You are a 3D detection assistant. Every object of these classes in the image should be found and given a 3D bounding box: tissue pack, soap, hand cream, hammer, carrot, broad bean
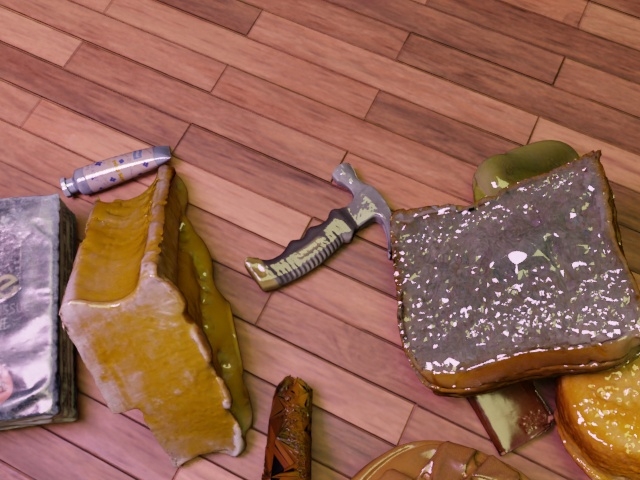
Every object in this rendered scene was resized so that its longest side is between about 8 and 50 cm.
[{"bbox_3d":[-0.457,0.102,0.931,0.227,0.103,0.316,-7,70,-3],"label":"tissue pack"},{"bbox_3d":[-0.211,0.097,0.962,0.169,0.305,0.339,-18,30,1],"label":"soap"},{"bbox_3d":[-0.312,-0.108,1.039,0.170,0.043,0.065,-19,29,-7],"label":"hand cream"},{"bbox_3d":[0.000,0.000,0.991,0.226,0.041,0.159,-33,70,-11],"label":"hammer"},{"bbox_3d":[-0.039,0.270,0.832,0.068,0.069,0.229,-1,38,1],"label":"carrot"},{"bbox_3d":[0.305,-0.084,0.992,0.174,0.082,0.125,-14,72,-3],"label":"broad bean"}]

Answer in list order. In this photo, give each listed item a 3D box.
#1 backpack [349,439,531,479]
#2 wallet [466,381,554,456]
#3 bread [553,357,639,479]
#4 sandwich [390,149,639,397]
[{"bbox_3d":[0.127,0.420,0.736,0.353,0.201,0.378,26,65,25],"label":"backpack"},{"bbox_3d":[0.235,0.191,0.919,0.095,0.026,0.176,-25,71,-10],"label":"wallet"},{"bbox_3d":[0.365,0.193,0.845,0.139,0.143,0.229,-2,56,14],"label":"bread"},{"bbox_3d":[0.240,0.051,0.864,0.301,0.099,0.271,-17,54,21],"label":"sandwich"}]
